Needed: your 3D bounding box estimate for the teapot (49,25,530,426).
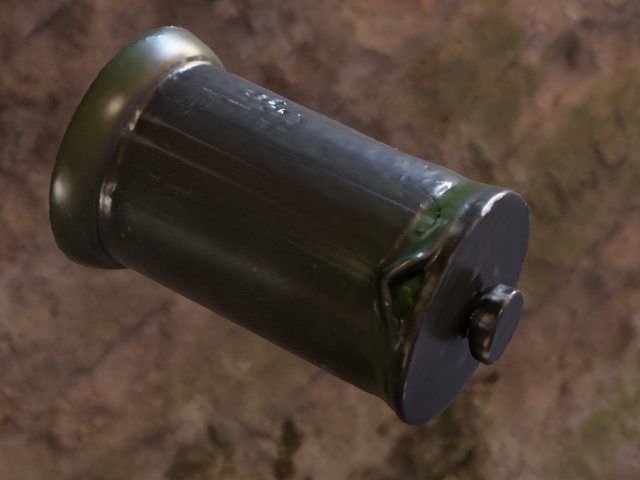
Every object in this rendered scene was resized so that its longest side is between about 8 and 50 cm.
[{"bbox_3d":[0.000,0.000,1.184,0.200,0.337,0.270,-63,-23,-2],"label":"teapot"}]
